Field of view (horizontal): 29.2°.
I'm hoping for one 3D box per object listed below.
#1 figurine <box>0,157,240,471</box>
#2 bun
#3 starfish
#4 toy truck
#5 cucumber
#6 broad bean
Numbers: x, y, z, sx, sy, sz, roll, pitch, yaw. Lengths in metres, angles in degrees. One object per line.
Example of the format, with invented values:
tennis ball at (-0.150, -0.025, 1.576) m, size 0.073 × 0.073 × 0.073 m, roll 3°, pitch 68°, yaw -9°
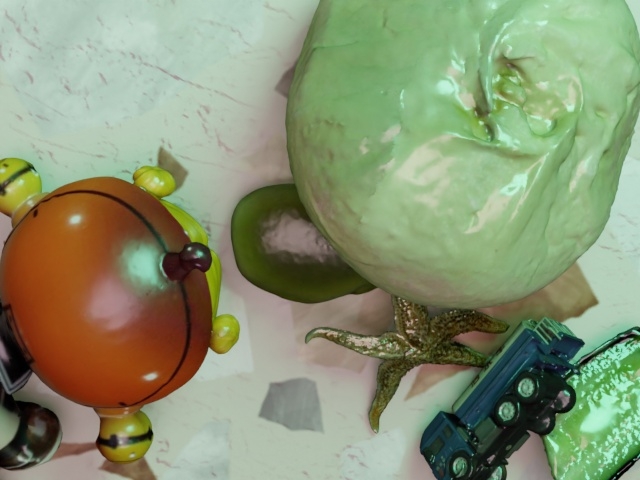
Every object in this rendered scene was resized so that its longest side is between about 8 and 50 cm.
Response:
figurine at (-0.230, 0.064, 1.156) m, size 0.323 × 0.196 × 0.320 m, roll -25°, pitch 94°, yaw 10°
bun at (0.138, -0.123, 1.116) m, size 0.361 × 0.213 × 0.361 m, roll 2°, pitch 77°, yaw -10°
starfish at (0.091, 0.110, 1.242) m, size 0.223 × 0.050 × 0.217 m, roll 6°, pitch 125°, yaw -16°
toy truck at (0.183, 0.165, 1.239) m, size 0.074 × 0.088 × 0.201 m, roll 19°, pitch 114°, yaw -45°
cucumber at (0.291, 0.185, 1.272) m, size 0.193 × 0.086 × 0.115 m, roll -44°, pitch 67°, yaw 0°
broad bean at (0.000, 0.000, 1.227) m, size 0.174 × 0.082 × 0.124 m, roll -7°, pitch 97°, yaw 7°
